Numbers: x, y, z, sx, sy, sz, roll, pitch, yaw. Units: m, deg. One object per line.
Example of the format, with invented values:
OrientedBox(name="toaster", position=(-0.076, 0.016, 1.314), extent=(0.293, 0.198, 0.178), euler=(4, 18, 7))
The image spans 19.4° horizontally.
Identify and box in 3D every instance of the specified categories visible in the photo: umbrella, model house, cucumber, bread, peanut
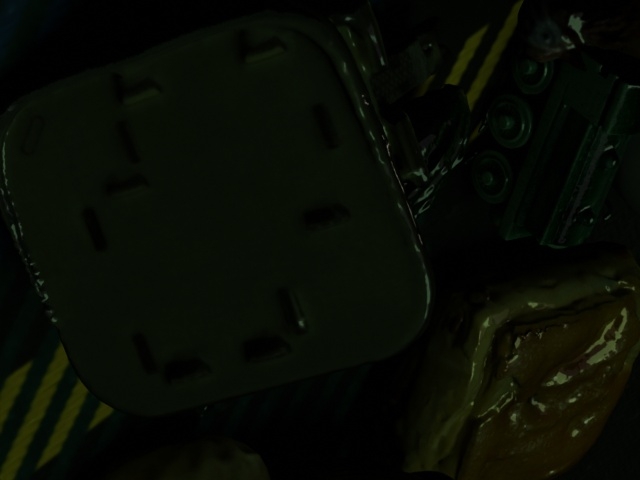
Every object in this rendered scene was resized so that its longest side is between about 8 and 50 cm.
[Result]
OrientedBox(name="umbrella", position=(0.165, 0.015, 1.452), extent=(0.149, 0.022, 0.022), euler=(-38, -177, -1))
OrientedBox(name="model house", position=(-0.027, -0.050, 1.089), extent=(0.279, 0.218, 0.205), euler=(-49, 121, -66))
OrientedBox(name="cucumber", position=(0.000, 0.000, 1.197), extent=(0.265, 0.077, 0.077), euler=(-40, 146, -14))
OrientedBox(name="bread", position=(0.147, 0.117, 1.442), extent=(0.210, 0.099, 0.235), euler=(-12, 138, -40))
OrientedBox(name="peanut", position=(-0.130, 0.213, 1.234), extent=(0.229, 0.103, 0.098), euler=(-41, 140, -12))

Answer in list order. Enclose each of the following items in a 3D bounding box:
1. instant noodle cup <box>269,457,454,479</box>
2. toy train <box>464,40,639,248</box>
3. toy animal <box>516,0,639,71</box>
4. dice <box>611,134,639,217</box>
OrientedBox(name="instant noodle cup", position=(-0.031, 0.234, 1.317), extent=(0.274, 0.274, 0.091), euler=(-44, 104, -7))
OrientedBox(name="toy train", position=(0.167, -0.069, 1.285), extent=(0.071, 0.111, 0.170), euler=(-9, 130, -38))
OrientedBox(name="toy animal", position=(0.192, -0.197, 1.173), extent=(0.179, 0.188, 0.089), euler=(-17, 169, -2))
OrientedBox(name="dice", position=(0.384, -0.118, 1.303), extent=(0.277, 0.304, 0.304), euler=(-3, 126, -47))
